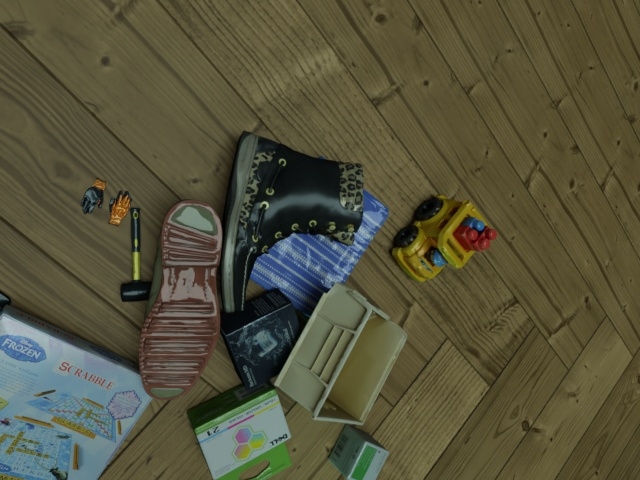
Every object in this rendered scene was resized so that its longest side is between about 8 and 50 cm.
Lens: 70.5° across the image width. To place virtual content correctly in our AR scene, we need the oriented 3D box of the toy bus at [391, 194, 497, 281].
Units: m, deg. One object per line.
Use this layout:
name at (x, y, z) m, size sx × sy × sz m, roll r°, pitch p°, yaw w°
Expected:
toy bus at (0.322, 0.004, 1.131) m, size 0.220 × 0.211 × 0.149 m, roll -49°, pitch 114°, yaw -11°

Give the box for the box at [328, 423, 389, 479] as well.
box at (0.096, 0.542, 1.143) m, size 0.087 × 0.102 × 0.101 m, roll 33°, pitch 80°, yaw -26°

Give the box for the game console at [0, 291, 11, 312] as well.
game console at (-0.638, 0.113, 0.767) m, size 0.144 × 0.085 × 0.124 m, roll 46°, pitch 77°, yaw -22°

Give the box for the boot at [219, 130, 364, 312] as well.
boot at (-0.064, -0.025, 0.966) m, size 0.284 × 0.138 × 0.377 m, roll 8°, pitch 83°, yaw -15°

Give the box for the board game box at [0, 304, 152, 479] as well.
board game box at (-0.524, 0.331, 0.835) m, size 0.319 × 0.066 × 0.318 m, roll 40°, pitch 79°, yaw -30°

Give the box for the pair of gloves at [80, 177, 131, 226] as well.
pair of gloves at (-0.420, -0.074, 0.889) m, size 0.083 × 0.010 × 0.074 m, roll 26°, pitch 85°, yaw -24°

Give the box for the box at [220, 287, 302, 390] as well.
box at (-0.127, 0.215, 0.996) m, size 0.158 × 0.093 × 0.156 m, roll -24°, pitch 116°, yaw -19°

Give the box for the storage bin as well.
storage bin at (0.063, 0.260, 1.023) m, size 0.260 × 0.123 × 0.262 m, roll -60°, pitch 145°, yaw -8°

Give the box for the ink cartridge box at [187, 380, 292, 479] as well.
ink cartridge box at (-0.162, 0.465, 1.019) m, size 0.189 × 0.097 × 0.255 m, roll -21°, pitch 104°, yaw -22°

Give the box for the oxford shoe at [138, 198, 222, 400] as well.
oxford shoe at (-0.273, 0.113, 0.899) m, size 0.140 × 0.146 × 0.397 m, roll 11°, pitch 95°, yaw -23°

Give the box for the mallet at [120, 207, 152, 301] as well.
mallet at (-0.363, 0.031, 0.916) m, size 0.062 × 0.039 × 0.189 m, roll 7°, pitch 89°, yaw -26°

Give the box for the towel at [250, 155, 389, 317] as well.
towel at (0.000, 0.000, 1.076) m, size 0.243 × 0.040 × 0.336 m, roll 37°, pitch 80°, yaw -23°
